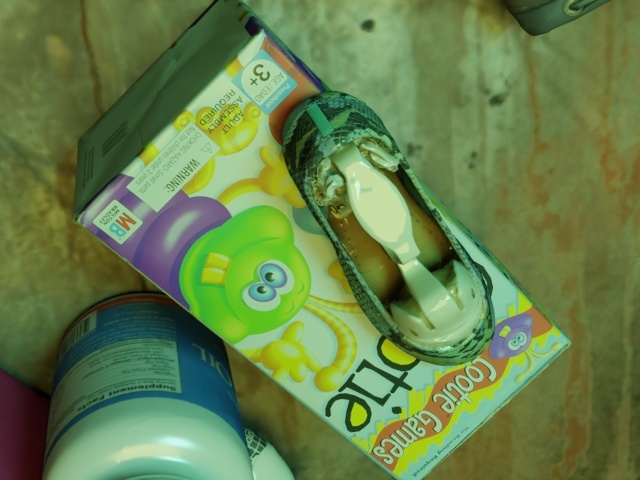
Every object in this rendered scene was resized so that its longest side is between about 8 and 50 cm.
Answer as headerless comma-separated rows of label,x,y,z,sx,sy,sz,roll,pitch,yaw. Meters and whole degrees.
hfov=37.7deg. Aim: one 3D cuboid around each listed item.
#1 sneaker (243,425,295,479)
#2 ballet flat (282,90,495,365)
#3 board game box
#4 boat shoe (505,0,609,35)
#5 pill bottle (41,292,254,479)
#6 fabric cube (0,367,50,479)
sneaker,-0.120,0.234,0.708,0.235,0.090,0.095,-39,103,2
ballet flat,0.042,0.009,0.484,0.070,0.070,0.188,-36,116,5
board game box,0.000,0.000,0.586,0.142,0.144,0.275,-44,116,8
boat shoe,0.234,-0.218,0.569,0.285,0.103,0.092,-26,122,4
pill bottle,-0.106,0.132,0.578,0.124,0.221,0.124,-5,115,-10
fabric cube,-0.338,0.169,0.525,0.259,0.254,0.258,-43,116,8
